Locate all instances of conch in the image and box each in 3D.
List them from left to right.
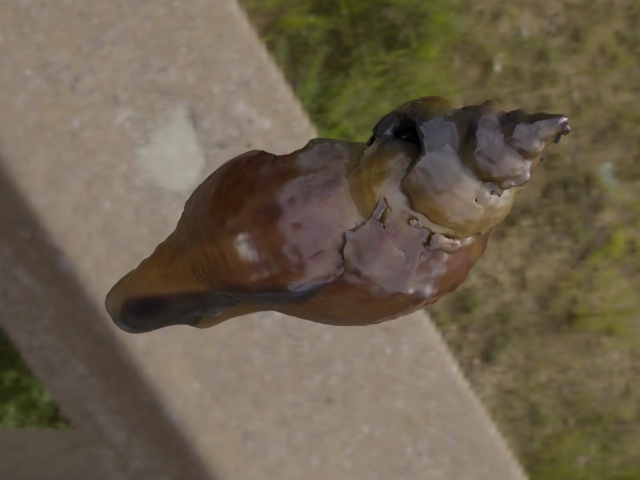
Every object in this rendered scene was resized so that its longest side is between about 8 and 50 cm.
[{"bbox_3d":[0.000,0.002,0.721,0.086,0.233,0.080,51,25,-42],"label":"conch"}]
